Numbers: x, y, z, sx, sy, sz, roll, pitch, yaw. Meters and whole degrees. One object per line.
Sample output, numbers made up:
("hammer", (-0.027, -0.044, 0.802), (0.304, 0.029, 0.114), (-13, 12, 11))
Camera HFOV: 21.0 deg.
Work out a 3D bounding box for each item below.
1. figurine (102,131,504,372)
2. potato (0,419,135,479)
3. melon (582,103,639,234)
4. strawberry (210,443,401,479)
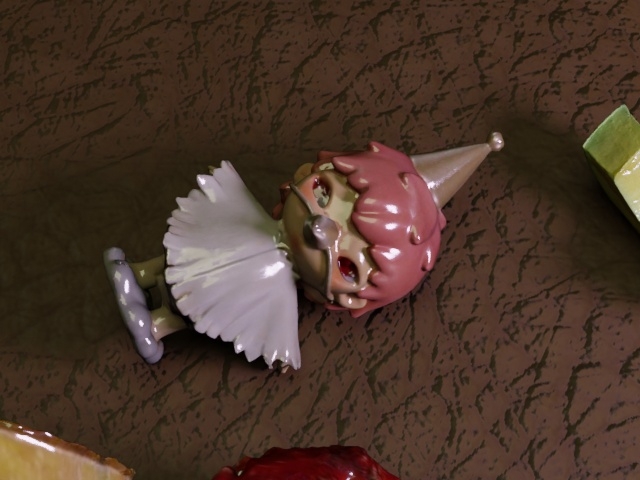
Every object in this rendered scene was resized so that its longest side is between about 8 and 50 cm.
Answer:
("figurine", (0.000, 0.000, 1.581), (0.386, 0.166, 0.207), (-19, 80, -4))
("potato", (-0.389, 0.270, 1.340), (0.442, 0.385, 0.319), (6, 74, 18))
("melon", (0.325, -0.019, 1.605), (0.064, 0.118, 0.209), (-32, 52, 1))
("strawberry", (-0.032, 0.304, 1.402), (0.220, 0.274, 0.274), (-26, 57, 32))
